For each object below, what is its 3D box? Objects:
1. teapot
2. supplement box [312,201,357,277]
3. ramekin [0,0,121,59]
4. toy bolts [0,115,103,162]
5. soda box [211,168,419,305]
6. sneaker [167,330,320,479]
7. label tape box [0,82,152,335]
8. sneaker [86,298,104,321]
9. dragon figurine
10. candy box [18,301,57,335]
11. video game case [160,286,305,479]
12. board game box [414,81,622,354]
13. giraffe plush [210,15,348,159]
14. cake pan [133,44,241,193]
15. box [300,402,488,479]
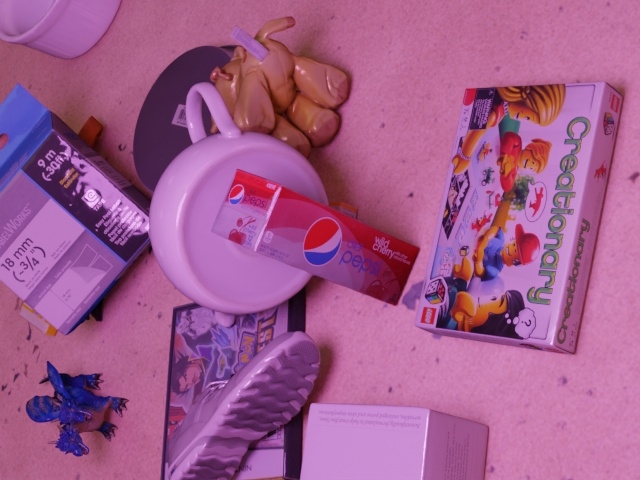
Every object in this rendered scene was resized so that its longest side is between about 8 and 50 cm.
[{"bbox_3d":[-0.124,-0.035,1.384,0.256,0.252,0.187,-57,29,-6],"label":"teapot"},{"bbox_3d":[0.009,0.000,1.428,0.062,0.036,0.098,0,74,43],"label":"supplement box"},{"bbox_3d":[-0.498,-0.484,2.016,0.277,0.135,0.277,-16,64,38],"label":"ramekin"},{"bbox_3d":[-0.509,-0.137,1.842,0.228,0.158,0.218,-55,10,39],"label":"toy bolts"},{"bbox_3d":[0.000,0.000,1.276,0.092,0.263,0.083,22,90,45],"label":"soda box"},{"bbox_3d":[-0.117,0.209,1.371,0.281,0.105,0.115,-47,42,15],"label":"sneaker"},{"bbox_3d":[-0.442,-0.051,1.661,0.333,0.106,0.240,42,98,-2],"label":"label tape box"},{"bbox_3d":[-0.378,0.044,1.767,0.089,0.051,0.170,20,93,45],"label":"sneaker"},{"bbox_3d":[-0.402,0.245,1.643,0.289,0.144,0.085,31,96,45],"label":"dragon figurine"},{"bbox_3d":[-0.463,0.056,1.855,0.105,0.027,0.206,24,92,43],"label":"candy box"},{"bbox_3d":[-0.125,0.207,1.477,0.248,0.035,0.275,-16,64,39],"label":"video game case"},{"bbox_3d":[0.229,-0.031,1.224,0.193,0.053,0.305,4,77,43],"label":"board game box"},{"bbox_3d":[-0.089,-0.209,1.510,0.181,0.210,0.170,-45,19,-24],"label":"giraffe plush"},{"bbox_3d":[-0.199,-0.185,1.682,0.293,0.054,0.293,-18,63,38],"label":"cake pan"},{"bbox_3d":[0.078,0.285,1.198,0.181,0.119,0.182,-5,72,41],"label":"box"}]
